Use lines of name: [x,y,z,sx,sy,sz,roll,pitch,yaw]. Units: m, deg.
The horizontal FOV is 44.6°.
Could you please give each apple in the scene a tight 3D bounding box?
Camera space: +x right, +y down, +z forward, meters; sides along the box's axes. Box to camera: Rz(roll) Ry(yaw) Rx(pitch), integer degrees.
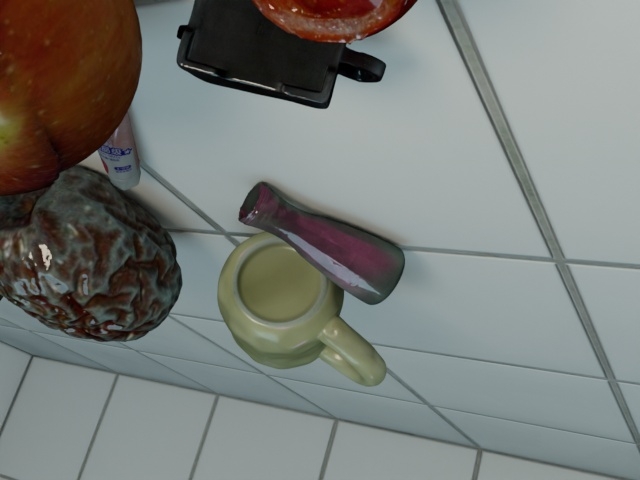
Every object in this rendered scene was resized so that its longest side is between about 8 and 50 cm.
apple: [-0.276,-0.166,0.594,0.272,0.206,0.251,5,146,23]

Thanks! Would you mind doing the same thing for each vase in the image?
vase: [0.000,0.000,0.994,0.214,0.086,0.086,29,157,-20]

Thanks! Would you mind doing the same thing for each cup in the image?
cup: [-0.036,0.122,1.110,0.173,0.255,0.202,-26,163,-10]

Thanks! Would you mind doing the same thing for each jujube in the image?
jujube: [-0.335,0.029,1.128,0.226,0.225,0.317,5,155,28]

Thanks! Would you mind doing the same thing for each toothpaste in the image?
toothpaste: [-0.244,-0.123,0.916,0.067,0.042,0.194,18,155,6]

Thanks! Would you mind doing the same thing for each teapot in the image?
teapot: [-0.035,-0.151,0.617,0.177,0.087,0.096,15,178,7]

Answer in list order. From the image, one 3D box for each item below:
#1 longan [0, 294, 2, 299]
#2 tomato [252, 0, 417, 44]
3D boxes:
longan: [-0.717,0.039,1.386,0.350,0.288,0.288,9,159,35]
tomato: [0.008,-0.200,0.444,0.159,0.091,0.139,51,140,-12]
